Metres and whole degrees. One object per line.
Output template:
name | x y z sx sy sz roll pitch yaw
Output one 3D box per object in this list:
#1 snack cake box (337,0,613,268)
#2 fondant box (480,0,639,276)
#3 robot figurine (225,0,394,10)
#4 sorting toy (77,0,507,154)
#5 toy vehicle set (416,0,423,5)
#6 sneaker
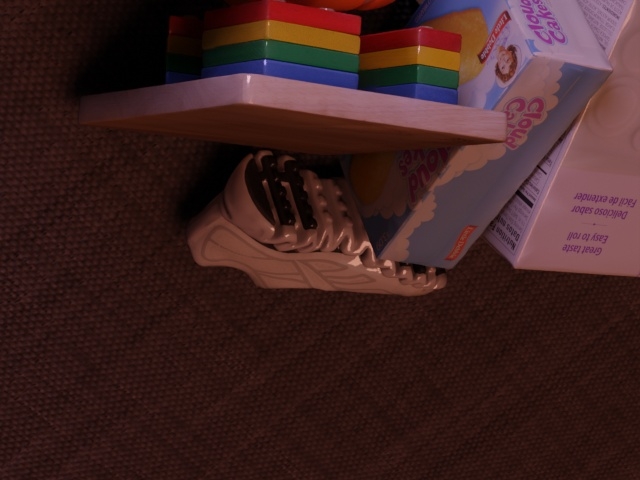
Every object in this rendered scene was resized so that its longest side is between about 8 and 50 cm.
snack cake box | 0.124 -0.117 1.705 0.089 0.152 0.264 7 136 -31
fondant box | 0.298 -0.129 1.742 0.238 0.096 0.330 4 120 -35
robot figurine | -0.007 -0.246 1.578 0.219 0.128 0.158 -3 128 -28
sorting toy | -0.024 -0.131 1.606 0.257 0.255 0.089 5 86 -36
toy vehicle set | 0.216 -0.288 1.739 0.166 0.035 0.267 19 115 -40
sneaker | 0.000 0.000 1.826 0.292 0.110 0.118 18 137 -42
